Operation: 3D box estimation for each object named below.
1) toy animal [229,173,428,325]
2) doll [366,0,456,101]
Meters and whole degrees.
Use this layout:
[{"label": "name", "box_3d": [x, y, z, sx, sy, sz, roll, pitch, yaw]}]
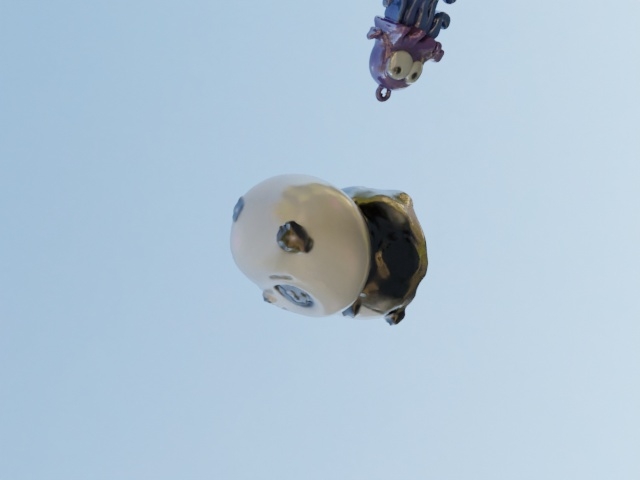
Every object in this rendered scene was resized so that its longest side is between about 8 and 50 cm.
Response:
[{"label": "toy animal", "box_3d": [0.000, 0.008, 1.647, 0.235, 0.187, 0.165, 6, -80, -47]}, {"label": "doll", "box_3d": [0.107, -0.253, 1.572, 0.110, 0.067, 0.206, 14, -79, -39]}]
